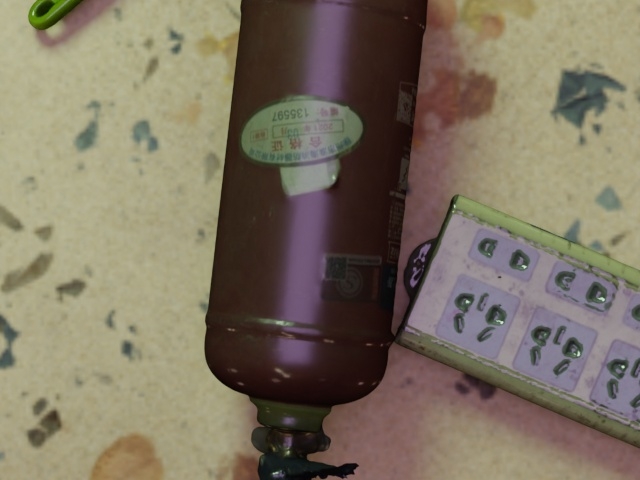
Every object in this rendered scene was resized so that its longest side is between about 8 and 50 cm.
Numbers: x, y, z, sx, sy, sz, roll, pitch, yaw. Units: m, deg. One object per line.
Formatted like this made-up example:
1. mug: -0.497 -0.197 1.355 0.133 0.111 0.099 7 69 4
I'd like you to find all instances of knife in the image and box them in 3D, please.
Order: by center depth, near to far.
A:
1. knife: -0.096 -0.183 0.878 0.184 0.026 0.022 -40 48 1

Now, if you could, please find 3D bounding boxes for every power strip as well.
1. power strip: 0.172 0.064 0.857 0.268 0.034 0.092 23 88 2

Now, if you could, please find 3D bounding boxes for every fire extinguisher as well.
1. fire extinguisher: 0.000 0.000 0.812 0.102 0.138 0.344 7 87 -23
